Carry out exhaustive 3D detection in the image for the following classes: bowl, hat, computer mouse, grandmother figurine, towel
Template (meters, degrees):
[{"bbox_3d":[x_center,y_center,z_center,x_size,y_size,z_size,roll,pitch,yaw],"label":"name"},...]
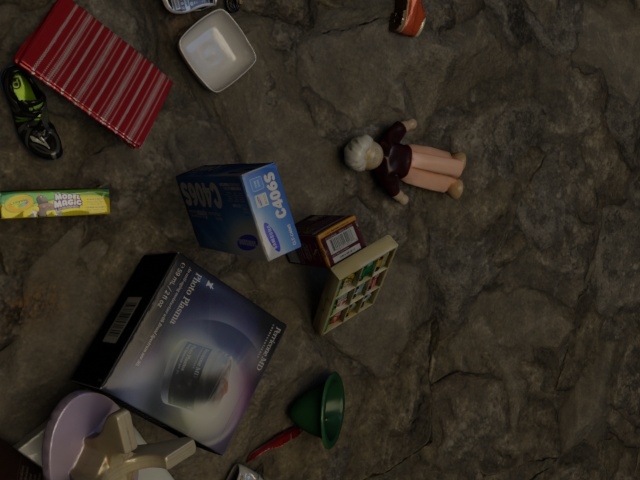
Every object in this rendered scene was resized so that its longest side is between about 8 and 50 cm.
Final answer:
[{"bbox_3d":[-0.224,-0.395,1.598,0.142,0.053,0.142,-45,114,-21],"label":"bowl"},{"bbox_3d":[-0.057,0.394,1.768,0.208,0.183,0.173,-42,129,-67],"label":"hat"},{"bbox_3d":[-0.251,-0.517,1.583,0.193,0.042,0.106,-22,109,-33],"label":"computer mouse"},{"bbox_3d":[0.202,-0.194,1.840,0.342,0.104,0.208,5,82,-33],"label":"grandmother figurine"},{"bbox_3d":[-0.427,-0.322,1.463,0.274,0.031,0.199,37,52,-28],"label":"towel"}]

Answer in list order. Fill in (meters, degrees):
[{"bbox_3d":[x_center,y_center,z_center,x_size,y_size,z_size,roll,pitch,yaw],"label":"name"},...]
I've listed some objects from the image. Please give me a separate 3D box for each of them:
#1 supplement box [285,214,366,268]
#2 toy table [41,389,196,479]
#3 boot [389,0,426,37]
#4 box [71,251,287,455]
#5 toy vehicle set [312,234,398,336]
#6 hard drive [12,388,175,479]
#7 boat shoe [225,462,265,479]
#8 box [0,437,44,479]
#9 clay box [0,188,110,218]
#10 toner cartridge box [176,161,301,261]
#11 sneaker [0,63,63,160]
[{"bbox_3d":[0.000,0.000,1.678,0.104,0.188,0.081,-28,106,-26],"label":"supplement box"},{"bbox_3d":[-0.360,0.403,1.328,0.252,0.160,0.274,-38,121,-40],"label":"toy table"},{"bbox_3d":[0.225,-0.575,1.854,0.084,0.059,0.158,11,96,-34],"label":"boot"},{"bbox_3d":[-0.272,0.222,1.519,0.294,0.182,0.296,37,67,-28],"label":"box"},{"bbox_3d":[0.074,0.106,1.710,0.166,0.267,0.035,-29,66,-25],"label":"toy vehicle set"},{"bbox_3d":[-0.441,0.465,1.535,0.203,0.040,0.308,-39,111,-23],"label":"hard drive"},{"bbox_3d":[-0.221,0.612,1.645,0.088,0.096,0.268,41,72,-22],"label":"boat shoe"},{"bbox_3d":[-0.527,0.526,1.375,0.143,0.191,0.381,-42,110,-2],"label":"box"},{"bbox_3d":[-0.515,-0.068,1.404,0.221,0.127,0.053,-3,94,-31],"label":"clay box"},{"bbox_3d":[-0.169,-0.061,1.482,0.075,0.347,0.165,-25,105,-26],"label":"toner cartridge box"},{"bbox_3d":[-0.536,-0.234,1.409,0.067,0.078,0.188,-28,107,-26],"label":"sneaker"}]
